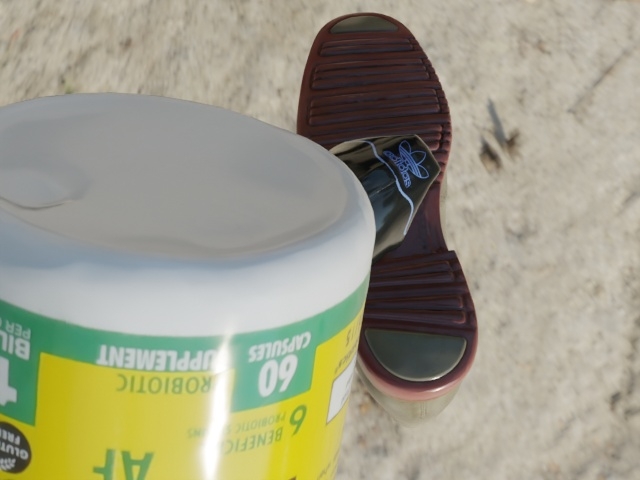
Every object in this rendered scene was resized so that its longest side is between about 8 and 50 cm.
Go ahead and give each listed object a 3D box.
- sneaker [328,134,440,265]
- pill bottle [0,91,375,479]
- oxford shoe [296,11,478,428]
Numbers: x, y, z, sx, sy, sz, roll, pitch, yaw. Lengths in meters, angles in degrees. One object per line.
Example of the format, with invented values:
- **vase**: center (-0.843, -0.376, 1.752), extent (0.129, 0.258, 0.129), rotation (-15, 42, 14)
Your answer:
- **sneaker**: center (0.000, 0.000, 0.971), extent (0.090, 0.232, 0.081), rotation (-29, 88, -23)
- **pill bottle**: center (-0.056, 0.074, 0.450), extent (0.117, 0.117, 0.208), rotation (6, 115, -7)
- **oxford shoe**: center (0.043, -0.018, 1.268), extent (0.123, 0.348, 0.130), rotation (-2, 152, -4)
